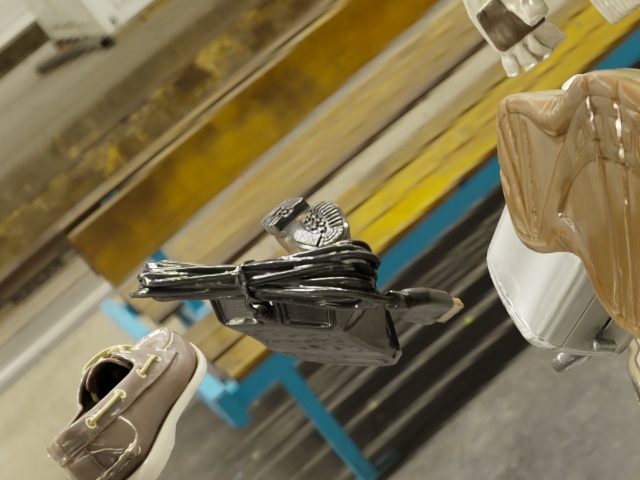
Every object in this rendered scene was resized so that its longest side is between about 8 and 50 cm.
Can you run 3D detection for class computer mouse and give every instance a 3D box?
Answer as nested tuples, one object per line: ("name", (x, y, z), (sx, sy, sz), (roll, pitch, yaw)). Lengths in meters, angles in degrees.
("computer mouse", (0.016, 0.035, 0.905), (0.184, 0.262, 0.060), (-2, 75, 28))

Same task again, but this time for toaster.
("toaster", (0.247, 0.009, 1.345), (0.227, 0.129, 0.146), (-114, 38, -50))

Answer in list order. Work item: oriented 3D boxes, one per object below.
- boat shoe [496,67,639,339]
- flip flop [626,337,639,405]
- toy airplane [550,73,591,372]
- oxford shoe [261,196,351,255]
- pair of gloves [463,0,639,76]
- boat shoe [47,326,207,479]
("boat shoe", (0.186, -0.030, 0.690), (0.123, 0.123, 0.342), (-8, 7, -6))
("flip flop", (0.386, 0.162, 1.495), (0.080, 0.112, 0.277), (-18, 11, 15))
("toy airplane", (0.448, 0.001, 1.716), (0.272, 0.386, 0.384), (124, 166, -58))
("oxford shoe", (0.000, 0.000, 1.879), (0.083, 0.096, 0.227), (-38, 17, -9))
("pair of gloves", (0.253, -0.316, 1.632), (0.240, 0.204, 0.042), (-26, 13, 49))
("boat shoe", (-0.200, 0.162, 1.426), (0.117, 0.096, 0.324), (-36, 14, 18))
